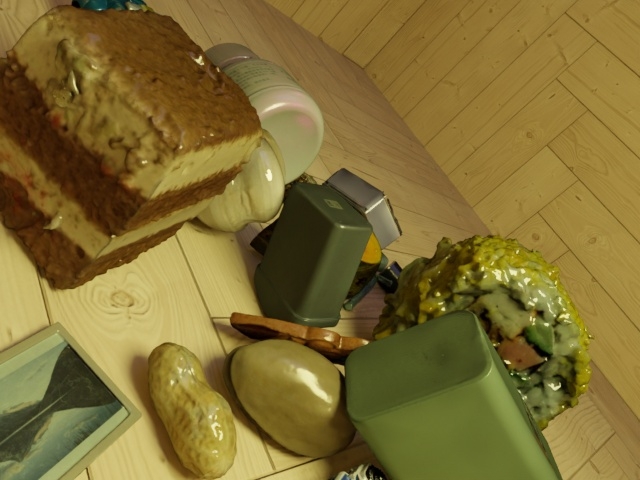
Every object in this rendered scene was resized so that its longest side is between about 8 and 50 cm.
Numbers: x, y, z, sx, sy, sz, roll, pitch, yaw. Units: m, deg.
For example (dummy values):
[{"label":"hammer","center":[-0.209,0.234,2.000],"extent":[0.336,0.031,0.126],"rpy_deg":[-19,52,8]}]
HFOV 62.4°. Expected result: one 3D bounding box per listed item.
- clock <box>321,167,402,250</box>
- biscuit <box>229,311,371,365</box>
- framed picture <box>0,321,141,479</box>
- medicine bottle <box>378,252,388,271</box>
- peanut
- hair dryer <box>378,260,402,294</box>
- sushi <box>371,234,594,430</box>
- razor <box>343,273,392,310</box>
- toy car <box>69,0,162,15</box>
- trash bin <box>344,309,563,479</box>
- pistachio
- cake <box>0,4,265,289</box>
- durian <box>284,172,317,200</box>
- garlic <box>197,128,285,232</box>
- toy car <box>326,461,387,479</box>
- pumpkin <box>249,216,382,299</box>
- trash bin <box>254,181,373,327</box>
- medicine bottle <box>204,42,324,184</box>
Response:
[{"label":"clock","center":[0.099,-0.077,1.280],"extent":[0.193,0.073,0.145],"rpy_deg":[40,-16,48]},{"label":"biscuit","center":[-0.013,0.165,0.836],"extent":[0.280,0.183,0.043],"rpy_deg":[19,65,-25]},{"label":"framed picture","center":[-0.290,0.178,0.524],"extent":[0.150,0.015,0.203],"rpy_deg":[47,24,1]},{"label":"medicine bottle","center":[0.074,0.005,1.321],"extent":[0.208,0.054,0.090],"rpy_deg":[33,9,-14]},{"label":"peanut","center":[-0.154,0.199,0.634],"extent":[0.174,0.080,0.080],"rpy_deg":[56,26,18]},{"label":"hair dryer","center":[0.240,0.115,1.435],"extent":[0.128,0.070,0.255],"rpy_deg":[52,20,11]},{"label":"sushi","center":[0.285,0.185,0.999],"extent":[0.351,0.396,0.240],"rpy_deg":[41,27,3]},{"label":"razor","center":[0.099,0.121,1.233],"extent":[0.084,0.036,0.211],"rpy_deg":[27,26,15]},{"label":"toy car","center":[-0.387,-0.403,1.095],"extent":[0.198,0.166,0.314],"rpy_deg":[0,52,-54]},{"label":"trash bin","center":[0.201,0.287,0.771],"extent":[0.343,0.222,0.158],"rpy_deg":[57,17,-31]},{"label":"pistachio","center":[-0.037,0.219,0.750],"extent":[0.226,0.136,0.136],"rpy_deg":[37,26,-16]},{"label":"cake","center":[-0.273,-0.132,0.710],"extent":[0.256,0.290,0.282],"rpy_deg":[45,27,1]},{"label":"durian","center":[-0.051,-0.122,1.293],"extent":[0.148,0.091,0.188],"rpy_deg":[42,11,-34]},{"label":"garlic","center":[-0.180,-0.108,0.956],"extent":[0.281,0.203,0.184],"rpy_deg":[16,40,30]},{"label":"toy car","center":[0.023,0.353,0.685],"extent":[0.070,0.080,0.170],"rpy_deg":[48,25,7]},{"label":"pumpkin","center":[0.001,-0.001,1.125],"extent":[0.280,0.139,0.190],"rpy_deg":[38,28,-24]},{"label":"trash bin","center":[-0.021,0.039,0.902],"extent":[0.101,0.236,0.177],"rpy_deg":[4,29,-36]},{"label":"medicine bottle","center":[-0.157,-0.286,1.184],"extent":[0.241,0.241,0.302],"rpy_deg":[17,29,-48]}]
